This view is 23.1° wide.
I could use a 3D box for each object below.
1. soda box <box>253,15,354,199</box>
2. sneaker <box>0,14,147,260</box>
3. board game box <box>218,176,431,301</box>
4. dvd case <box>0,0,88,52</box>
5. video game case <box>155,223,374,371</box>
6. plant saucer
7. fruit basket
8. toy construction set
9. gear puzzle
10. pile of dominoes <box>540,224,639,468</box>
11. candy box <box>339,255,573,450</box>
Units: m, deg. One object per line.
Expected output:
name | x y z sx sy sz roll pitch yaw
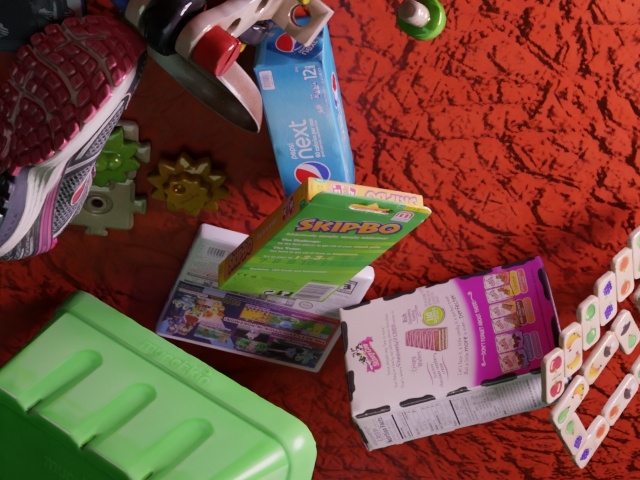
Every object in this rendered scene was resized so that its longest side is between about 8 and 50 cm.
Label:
soda box | -0.013 -0.115 1.519 0.067 0.071 0.210 -4 137 7
sneaker | -0.253 -0.097 1.492 0.112 0.120 0.299 1 141 -47
board game box | 0.000 0.000 1.573 0.124 0.039 0.259 8 157 -23
dvd case | -0.303 -0.266 1.398 0.179 0.029 0.238 3 137 -1
video game case | -0.065 0.068 1.757 0.201 0.023 0.183 14 136 -14
plant saucer | -0.113 -0.164 1.437 0.029 0.168 0.168 -50 128 -9
fruit basket | -0.153 0.234 1.769 0.392 0.392 0.282 8 120 -6
toy construction set | 0.000 -0.248 1.292 0.309 0.237 0.257 14 95 15
gear puzzle | -0.263 -0.058 1.611 0.339 0.044 0.175 6 137 -5
pile of dominoes | 0.326 0.104 1.636 0.040 0.251 0.196 26 161 38
candy box | 0.145 0.122 1.692 0.233 0.159 0.071 -14 135 9
